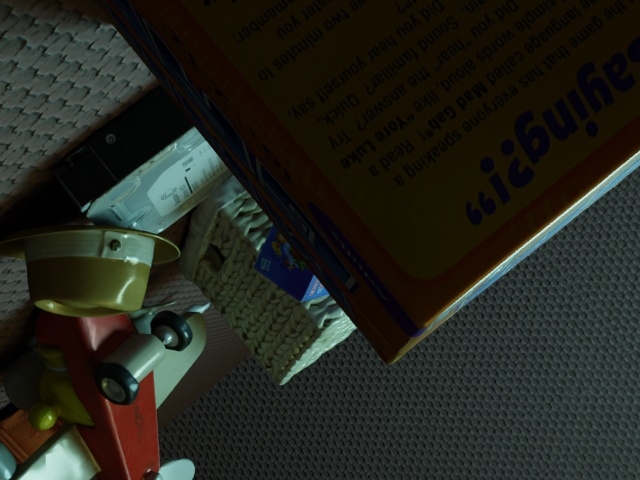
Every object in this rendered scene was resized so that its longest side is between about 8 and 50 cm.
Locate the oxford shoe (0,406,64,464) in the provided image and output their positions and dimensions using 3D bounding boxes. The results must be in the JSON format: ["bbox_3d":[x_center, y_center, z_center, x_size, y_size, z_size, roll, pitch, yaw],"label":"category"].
[{"bbox_3d":[-0.487,0.336,1.715,0.363,0.130,0.133,-38,177,-8],"label":"oxford shoe"}]

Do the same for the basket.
[{"bbox_3d":[0.000,0.000,1.564,0.331,0.266,0.328,-33,171,-24],"label":"basket"}]

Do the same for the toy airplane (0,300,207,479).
[{"bbox_3d":[-0.318,0.243,1.462,0.385,0.272,0.386,-70,157,-5],"label":"toy airplane"}]

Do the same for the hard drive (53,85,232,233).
[{"bbox_3d":[-0.111,-0.125,1.126,0.339,0.064,0.237,-37,171,-8],"label":"hard drive"}]

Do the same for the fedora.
[{"bbox_3d":[-0.241,0.036,1.088,0.194,0.079,0.194,-2,169,0],"label":"fedora"}]

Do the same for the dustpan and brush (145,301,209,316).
[{"bbox_3d":[-0.286,0.147,1.778,0.211,0.060,0.147,-35,170,-22],"label":"dustpan and brush"}]

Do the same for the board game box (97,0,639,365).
[{"bbox_3d":[0.074,-0.175,0.665,0.356,0.356,0.356,-38,172,-5],"label":"board game box"}]

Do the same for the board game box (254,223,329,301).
[{"bbox_3d":[0.079,-0.106,1.232,0.233,0.078,0.347,-9,128,-58],"label":"board game box"}]
